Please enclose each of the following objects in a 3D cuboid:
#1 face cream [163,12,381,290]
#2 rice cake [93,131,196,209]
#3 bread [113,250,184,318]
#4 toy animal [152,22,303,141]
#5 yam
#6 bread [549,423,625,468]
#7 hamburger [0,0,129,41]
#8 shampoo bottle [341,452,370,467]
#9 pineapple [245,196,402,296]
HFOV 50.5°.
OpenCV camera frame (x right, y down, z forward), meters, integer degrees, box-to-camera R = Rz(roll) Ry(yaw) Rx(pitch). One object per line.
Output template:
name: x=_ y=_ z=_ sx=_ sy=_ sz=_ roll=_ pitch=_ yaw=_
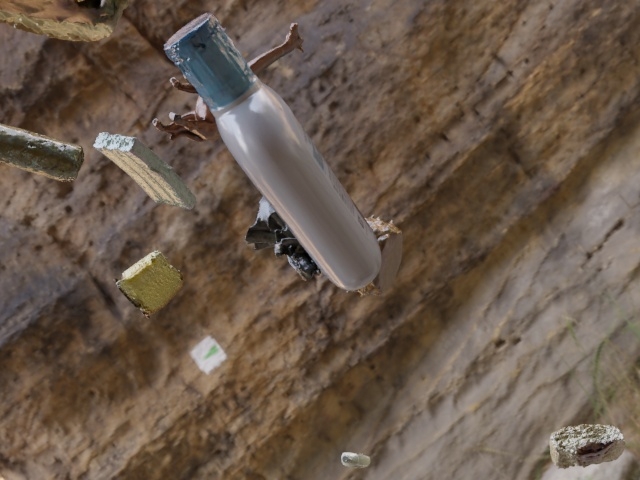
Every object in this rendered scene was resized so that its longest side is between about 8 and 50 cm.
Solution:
face cream: x=-0.046 y=-0.094 z=0.758 sx=0.080 sy=0.337 sz=0.163 roll=-34 pitch=30 yaw=5
rice cake: x=-0.370 y=-0.147 z=1.462 sx=0.043 sy=0.127 sz=0.237 roll=-67 pitch=-32 yaw=-20
bread: x=-0.479 y=0.133 z=1.794 sx=0.169 sy=0.140 sz=0.160 roll=-31 pitch=15 yaw=33
toy animal: x=-0.137 y=-0.250 z=1.066 sx=0.229 sy=0.066 sz=0.224 roll=-11 pitch=-43 yaw=-52
yam: x=-0.525 y=-0.161 z=1.236 sx=0.078 sy=0.179 sz=0.078 roll=-164 pitch=90 yaw=-71
bread: x=0.316 y=0.246 z=0.808 sx=0.083 sy=0.035 sz=0.070 roll=-11 pitch=-40 yaw=6
hamburger: x=-0.251 y=-0.302 z=0.646 sx=0.155 sy=0.208 sz=0.135 roll=14 pitch=-24 yaw=-22
shampoo bottle: x=0.073 y=0.498 z=1.539 sx=0.048 sy=0.034 sz=0.141 roll=4 pitch=-18 yaw=20
pineapple: x=0.000 y=0.000 z=0.966 sx=0.119 sy=0.237 sz=0.111 roll=-50 pitch=-37 yaw=-37
